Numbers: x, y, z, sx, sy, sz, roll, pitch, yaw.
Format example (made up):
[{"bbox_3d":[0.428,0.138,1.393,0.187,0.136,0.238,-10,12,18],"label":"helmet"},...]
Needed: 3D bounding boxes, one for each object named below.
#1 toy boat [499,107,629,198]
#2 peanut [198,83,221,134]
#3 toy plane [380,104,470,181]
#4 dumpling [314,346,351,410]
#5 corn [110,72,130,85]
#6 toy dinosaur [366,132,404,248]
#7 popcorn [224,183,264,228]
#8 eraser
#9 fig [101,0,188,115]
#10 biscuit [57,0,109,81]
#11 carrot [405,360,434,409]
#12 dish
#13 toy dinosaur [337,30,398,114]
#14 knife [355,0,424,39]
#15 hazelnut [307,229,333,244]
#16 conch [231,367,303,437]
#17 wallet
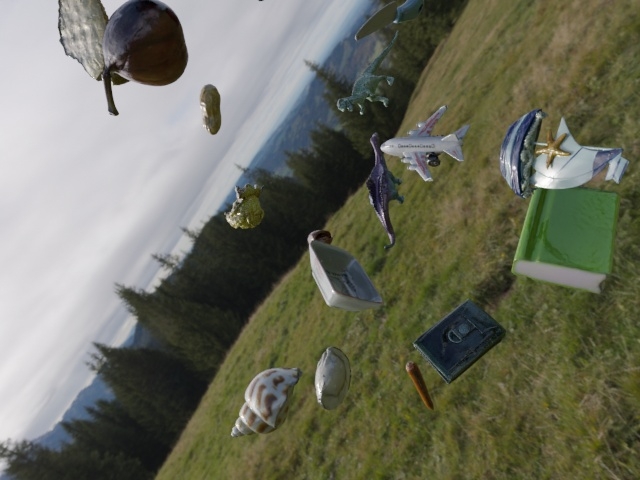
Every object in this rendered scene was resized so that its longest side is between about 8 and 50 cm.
[{"bbox_3d":[0.564,-0.191,1.049,0.291,0.067,0.220,24,114,50],"label":"toy boat"},{"bbox_3d":[-0.388,-0.460,1.584,0.080,0.080,0.174,-82,-8,-67],"label":"peanut"},{"bbox_3d":[0.198,-0.182,0.871,0.171,0.065,0.162,0,67,41],"label":"toy plane"},{"bbox_3d":[0.055,0.562,1.819,0.142,0.172,0.247,-24,45,51],"label":"dumpling"},{"bbox_3d":[-0.599,-0.590,1.481,0.231,0.080,0.080,-40,5,-17],"label":"corn"},{"bbox_3d":[0.099,-0.076,0.700,0.045,0.080,0.197,-14,68,29],"label":"toy dinosaur"},{"bbox_3d":[-0.327,-0.149,1.973,0.168,0.174,0.195,-7,85,61],"label":"popcorn"},{"bbox_3d":[0.617,-0.017,1.128,0.274,0.210,0.092,-62,-29,-32],"label":"eraser"},{"bbox_3d":[-0.444,-0.451,1.064,0.249,0.186,0.204,-36,-6,-21],"label":"fig"},{"bbox_3d":[-0.626,-0.552,1.182,0.188,0.265,0.040,-16,6,28],"label":"biscuit"},{"bbox_3d":[0.312,0.456,1.393,0.037,0.190,0.037,-24,13,6],"label":"carrot"},{"bbox_3d":[0.041,0.088,1.098,0.064,0.154,0.234,-57,36,23],"label":"dish"},{"bbox_3d":[0.192,-0.504,1.426,0.383,0.129,0.076,-53,2,-27],"label":"toy dinosaur"},{"bbox_3d":[0.152,-0.487,0.970,0.244,0.032,0.058,-38,-19,-36],"label":"knife"},{"bbox_3d":[0.000,0.000,1.462,0.086,0.086,0.086,-54,10,15],"label":"hazelnut"},{"bbox_3d":[-0.168,0.501,1.388,0.274,0.149,0.183,-66,-13,-5],"label":"conch"},{"bbox_3d":[0.414,0.294,1.343,0.236,0.160,0.055,-34,-34,-13],"label":"wallet"}]
